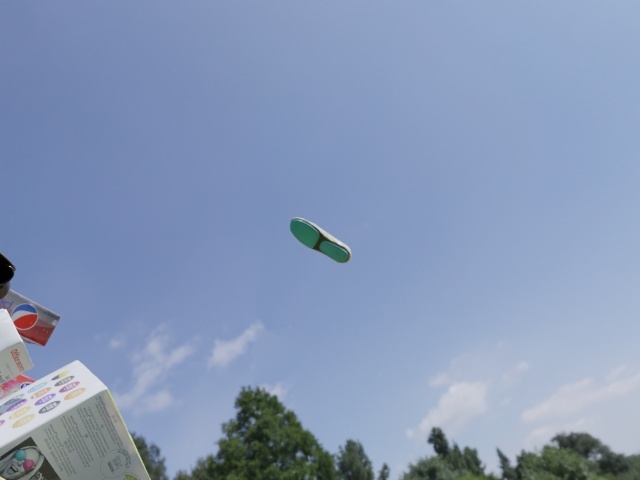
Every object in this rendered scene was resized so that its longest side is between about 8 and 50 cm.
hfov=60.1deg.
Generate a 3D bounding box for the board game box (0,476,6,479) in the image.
[{"bbox_3d":[-0.588,0.487,0.930,0.142,0.144,0.275,37,-26,-13],"label":"board game box"}]

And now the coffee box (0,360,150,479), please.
[{"bbox_3d":[-0.651,0.547,1.362,0.335,0.338,0.338,-28,16,-31],"label":"coffee box"}]

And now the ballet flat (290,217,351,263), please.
[{"bbox_3d":[0.000,0.000,1.315,0.057,0.168,0.052,-55,-2,20],"label":"ballet flat"}]

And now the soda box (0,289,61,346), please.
[{"bbox_3d":[-0.789,0.168,1.366,0.084,0.092,0.263,-3,-35,39],"label":"soda box"}]

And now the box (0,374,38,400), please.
[{"bbox_3d":[-1.003,0.526,1.816,0.154,0.142,0.300,-17,-44,41],"label":"box"}]

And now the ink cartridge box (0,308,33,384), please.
[{"bbox_3d":[-0.689,0.241,1.072,0.212,0.093,0.154,-30,-18,-33],"label":"ink cartridge box"}]

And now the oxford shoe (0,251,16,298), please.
[{"bbox_3d":[-0.468,0.050,0.762,0.096,0.082,0.227,23,-21,-3],"label":"oxford shoe"}]
